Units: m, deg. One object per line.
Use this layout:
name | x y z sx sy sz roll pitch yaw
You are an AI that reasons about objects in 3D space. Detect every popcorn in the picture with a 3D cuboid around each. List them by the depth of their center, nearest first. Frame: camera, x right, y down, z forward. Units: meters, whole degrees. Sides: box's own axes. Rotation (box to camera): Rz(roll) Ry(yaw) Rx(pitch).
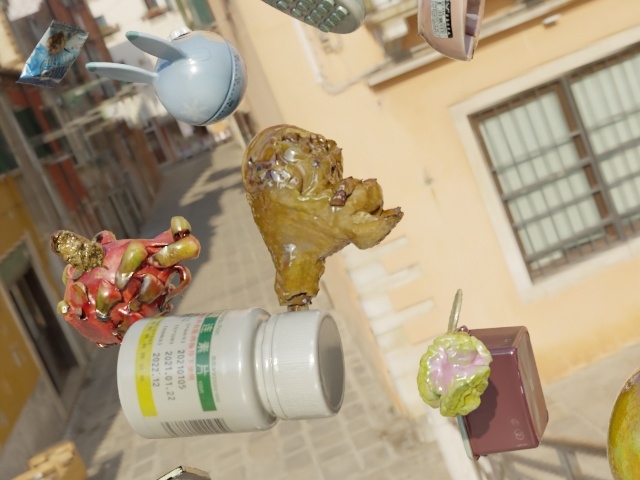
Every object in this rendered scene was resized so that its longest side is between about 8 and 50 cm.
popcorn | 0.227 0.227 1.701 0.126 0.145 0.126 0 10 1

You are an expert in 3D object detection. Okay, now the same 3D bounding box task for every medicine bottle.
medicine bottle | -0.143 0.216 1.660 0.340 0.208 0.208 -7 14 16

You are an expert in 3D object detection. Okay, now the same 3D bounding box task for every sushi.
sushi | -0.399 0.019 1.643 0.118 0.061 0.060 18 10 -38

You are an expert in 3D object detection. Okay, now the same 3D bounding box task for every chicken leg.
chicken leg | 0.000 0.000 1.764 0.295 0.409 0.182 2 4 11

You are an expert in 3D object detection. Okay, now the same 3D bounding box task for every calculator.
calculator | -0.070 -0.365 1.325 0.042 0.295 0.184 -62 13 -10

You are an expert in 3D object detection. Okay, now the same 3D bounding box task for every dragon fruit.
dragon fruit | -0.387 0.092 2.043 0.307 0.243 0.227 -7 -20 17

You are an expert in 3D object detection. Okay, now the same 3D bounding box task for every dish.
dish | 0.213 -0.397 1.648 0.091 0.213 0.213 7 19 15

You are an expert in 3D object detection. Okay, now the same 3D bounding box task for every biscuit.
biscuit | 0.316 0.185 2.366 0.020 0.152 0.152 11 15 4

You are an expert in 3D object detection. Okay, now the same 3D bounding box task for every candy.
candy | -0.457 -0.318 1.708 0.136 0.038 0.088 -51 -27 23

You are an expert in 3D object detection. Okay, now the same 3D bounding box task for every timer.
timer | -0.236 -0.295 1.650 0.175 0.255 0.175 -34 38 32

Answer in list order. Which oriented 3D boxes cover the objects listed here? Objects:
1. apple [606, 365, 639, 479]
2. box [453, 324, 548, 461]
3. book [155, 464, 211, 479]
apple | 0.752 0.402 1.930 0.384 0.374 0.374 16 23 15
box | 0.399 0.335 2.245 0.168 0.293 0.193 -10 13 27
book | -0.365 0.562 2.170 0.231 0.026 0.157 -32 -24 3
